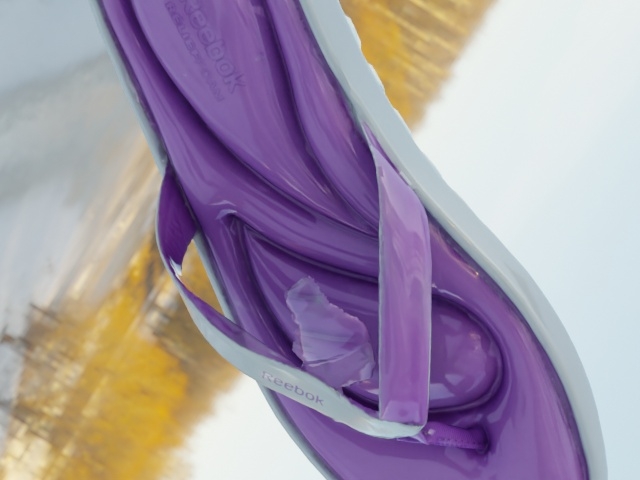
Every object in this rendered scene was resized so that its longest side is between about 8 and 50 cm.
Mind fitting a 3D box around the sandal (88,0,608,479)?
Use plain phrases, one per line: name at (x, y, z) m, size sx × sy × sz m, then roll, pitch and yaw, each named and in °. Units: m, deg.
sandal at (-0.011, 0.007, 0.674) m, size 0.169 × 0.416 × 0.102 m, roll -30°, pitch -176°, yaw 33°
